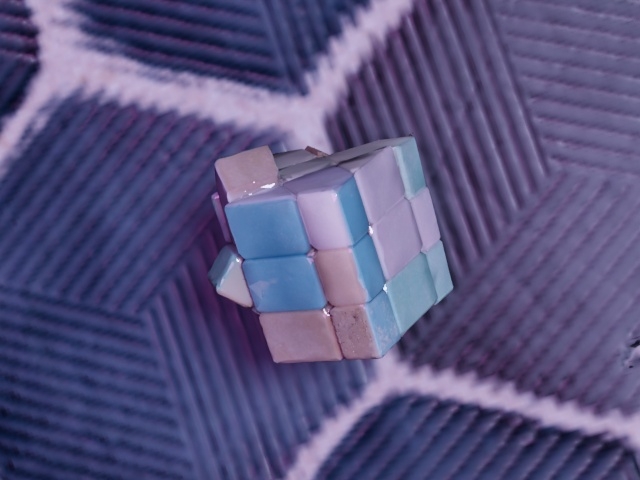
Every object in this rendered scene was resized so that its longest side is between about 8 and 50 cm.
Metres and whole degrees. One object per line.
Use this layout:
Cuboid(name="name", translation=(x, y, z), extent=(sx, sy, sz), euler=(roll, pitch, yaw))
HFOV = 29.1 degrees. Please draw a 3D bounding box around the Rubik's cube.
Cuboid(name="Rubik's cube", translation=(-0.001, 0.003, 0.434), extent=(0.073, 0.084, 0.075), euler=(-7, 91, 31))
